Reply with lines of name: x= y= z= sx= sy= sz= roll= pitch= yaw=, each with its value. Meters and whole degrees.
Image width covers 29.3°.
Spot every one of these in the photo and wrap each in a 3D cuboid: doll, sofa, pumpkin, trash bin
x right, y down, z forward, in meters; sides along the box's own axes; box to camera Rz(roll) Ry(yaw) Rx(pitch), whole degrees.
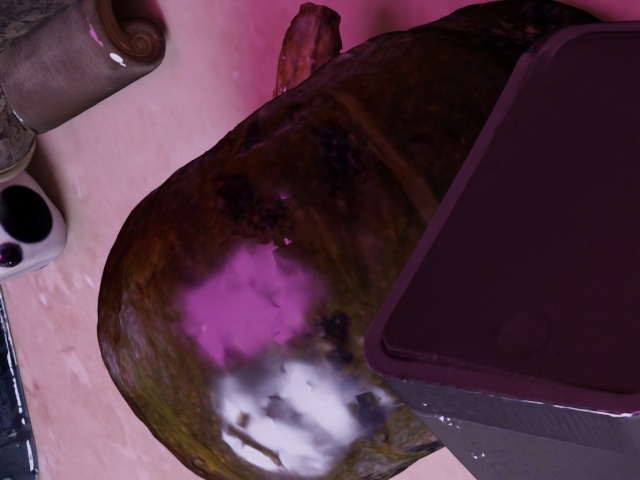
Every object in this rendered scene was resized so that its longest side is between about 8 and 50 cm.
doll: x=-0.277 y=-0.044 z=0.967 sx=0.181 sy=0.110 sz=0.107 roll=60 pitch=159 yaw=14
sofa: x=-0.250 y=-0.121 z=0.800 sx=0.200 sy=0.258 sz=0.182 roll=-20 pitch=80 yaw=47
pumpkin: x=0.000 y=0.000 z=0.620 sx=0.325 sy=0.232 sz=0.242 roll=-33 pitch=81 yaw=44
trash bin: x=0.148 y=0.060 z=0.466 sx=0.122 sy=0.164 sz=0.240 roll=5 pitch=142 yaw=44

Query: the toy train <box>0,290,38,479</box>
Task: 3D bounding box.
toy train: x=-0.338 y=0.071 z=1.097 sx=0.088 sy=0.086 sz=0.407 roll=9 pitch=114 yaw=42
